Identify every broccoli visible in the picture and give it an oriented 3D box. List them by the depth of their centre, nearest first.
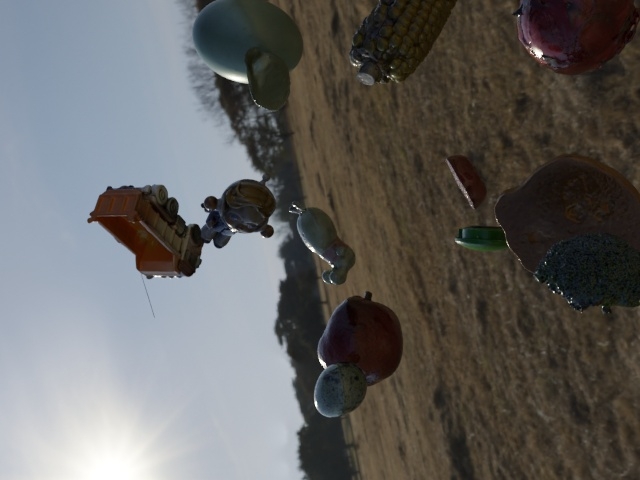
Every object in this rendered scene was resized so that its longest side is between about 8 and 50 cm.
[{"bbox_3d":[0.638,0.079,1.350,0.226,0.176,0.197,-38,33,43],"label":"broccoli"}]

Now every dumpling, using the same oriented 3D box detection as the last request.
[{"bbox_3d":[-0.161,-0.455,1.626,0.108,0.152,0.219,31,178,38],"label":"dumpling"}]

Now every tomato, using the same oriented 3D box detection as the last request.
[{"bbox_3d":[0.542,-0.223,2.090,0.225,0.085,0.225,57,-165,-24],"label":"tomato"}]

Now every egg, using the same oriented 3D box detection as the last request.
[{"bbox_3d":[0.050,0.405,1.546,0.172,0.132,0.132,-53,25,23],"label":"egg"},{"bbox_3d":[-0.244,-0.668,1.915,0.276,0.389,0.275,17,-90,-77],"label":"egg"}]

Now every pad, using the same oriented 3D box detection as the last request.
[{"bbox_3d":[-0.506,0.082,1.604,0.164,0.004,0.242,-141,38,-60],"label":"pad"}]

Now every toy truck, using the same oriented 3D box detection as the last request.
[{"bbox_3d":[-0.333,-0.015,1.145,0.270,0.114,0.135,62,-148,-59],"label":"toy truck"}]

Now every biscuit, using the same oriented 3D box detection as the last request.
[{"bbox_3d":[0.715,-0.049,1.625,0.385,0.365,0.062,50,-150,-7],"label":"biscuit"}]

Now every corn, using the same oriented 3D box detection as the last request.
[{"bbox_3d":[0.140,-0.333,0.732,0.319,0.097,0.097,-60,-4,-8],"label":"corn"}]

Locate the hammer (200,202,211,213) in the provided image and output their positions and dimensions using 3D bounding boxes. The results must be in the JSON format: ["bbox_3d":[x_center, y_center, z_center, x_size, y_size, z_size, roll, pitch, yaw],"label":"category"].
[{"bbox_3d":[-0.294,-0.126,1.789,0.065,0.178,0.021,42,-144,-36],"label":"hammer"}]

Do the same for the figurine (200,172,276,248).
[{"bbox_3d":[-0.213,-0.063,1.518,0.274,0.194,0.133,116,166,-56],"label":"figurine"}]

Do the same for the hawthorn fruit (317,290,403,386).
[{"bbox_3d":[0.134,0.298,1.787,0.265,0.265,0.307,83,-158,-57],"label":"hawthorn fruit"}]

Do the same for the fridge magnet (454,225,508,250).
[{"bbox_3d":[0.574,-0.007,1.993,0.208,0.208,0.088,-127,38,-85],"label":"fridge magnet"}]

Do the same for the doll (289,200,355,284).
[{"bbox_3d":[0.013,-0.003,1.675,0.274,0.113,0.155,61,165,4],"label":"doll"}]

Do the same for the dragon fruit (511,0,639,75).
[{"bbox_3d":[0.700,-0.617,1.579,0.302,0.295,0.295,45,-178,-7],"label":"dragon fruit"}]
